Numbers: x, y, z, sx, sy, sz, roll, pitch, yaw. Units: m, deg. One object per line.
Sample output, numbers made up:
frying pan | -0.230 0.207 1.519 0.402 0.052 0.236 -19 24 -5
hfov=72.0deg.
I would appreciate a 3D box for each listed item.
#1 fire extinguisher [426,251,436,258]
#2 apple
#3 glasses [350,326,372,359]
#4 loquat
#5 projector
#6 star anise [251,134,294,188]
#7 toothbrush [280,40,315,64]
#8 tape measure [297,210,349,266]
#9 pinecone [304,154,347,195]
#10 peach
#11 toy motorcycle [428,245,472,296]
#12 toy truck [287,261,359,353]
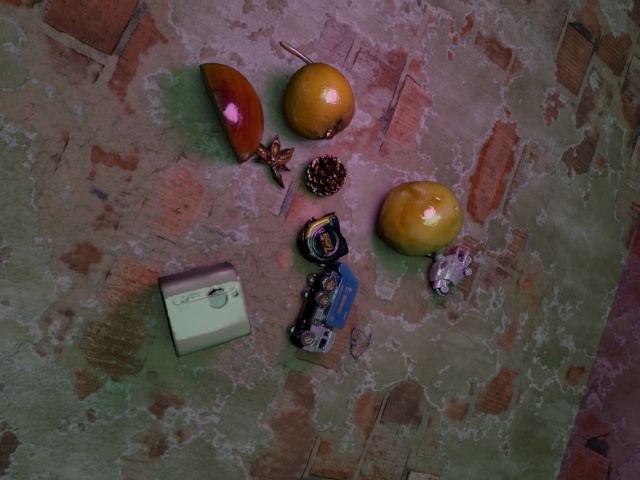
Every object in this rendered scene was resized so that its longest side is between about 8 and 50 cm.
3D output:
fire extinguisher | 0.518 -0.044 1.948 0.075 0.106 0.252 25 82 -46
apple | -0.302 -0.454 1.538 0.254 0.179 0.346 -29 101 -51
glasses | 0.185 0.429 1.854 0.104 0.062 0.140 2 93 -25
loquat | -0.003 -0.495 1.617 0.275 0.275 0.275 -1 93 -23
projector | -0.396 0.224 1.493 0.249 0.248 0.248 -14 98 -22
star anise | -0.166 -0.319 1.667 0.212 0.053 0.157 43 81 -15
toothbrush | -0.019 -0.684 1.728 0.321 0.023 0.031 25 76 -23
tape measure | 0.000 0.000 1.728 0.186 0.112 0.199 -23 96 -28
pinecone | 0.030 -0.253 1.695 0.163 0.165 0.163 1 88 -24
peach | 0.405 -0.082 1.801 0.315 0.314 0.281 -48 145 -15
toy motorcycle | 0.576 0.121 1.987 0.171 0.110 0.260 48 70 -6
toy truck | 0.014 0.259 1.728 0.175 0.146 0.367 26 82 -26
